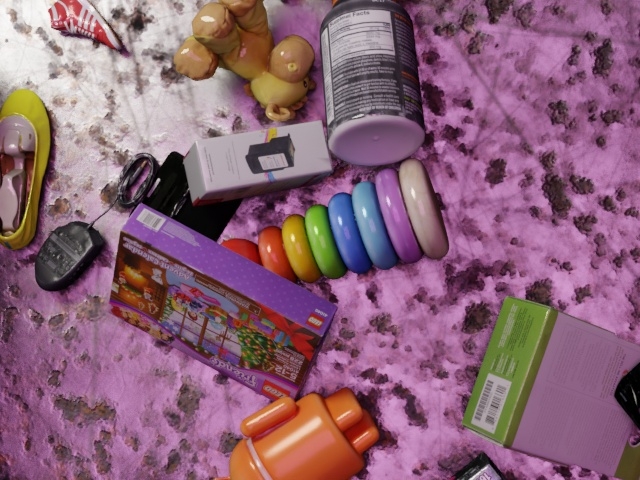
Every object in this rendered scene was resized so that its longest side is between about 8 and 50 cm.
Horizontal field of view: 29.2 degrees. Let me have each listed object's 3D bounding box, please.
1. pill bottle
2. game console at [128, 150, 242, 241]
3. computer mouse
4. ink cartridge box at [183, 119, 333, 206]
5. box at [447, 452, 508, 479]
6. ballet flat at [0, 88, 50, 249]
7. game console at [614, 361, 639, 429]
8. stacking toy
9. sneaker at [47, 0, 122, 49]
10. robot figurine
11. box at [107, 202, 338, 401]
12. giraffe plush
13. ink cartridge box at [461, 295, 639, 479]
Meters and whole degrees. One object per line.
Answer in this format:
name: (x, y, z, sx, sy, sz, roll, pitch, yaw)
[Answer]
pill bottle: (0.066, -0.234, 1.646, 0.130, 0.130, 0.246, -5, 64, 4)
game console: (-0.191, -0.046, 1.735, 0.107, 0.071, 0.122, 32, 89, 35)
computer mouse: (-0.312, -0.024, 1.734, 0.071, 0.041, 0.242, 41, 85, 24)
ink cartridge box: (-0.085, -0.102, 1.651, 0.175, 0.127, 0.072, -11, 85, -15)
box: (0.167, 0.414, 1.608, 0.247, 0.163, 0.142, -40, 83, 1)
ballet flat: (-0.425, -0.102, 1.721, 0.077, 0.077, 0.231, 3, 87, 5)
game console: (0.569, 0.272, 1.625, 0.213, 0.044, 0.361, -38, 88, -16)
stacking toy: (0.000, 0.000, 1.670, 0.330, 0.141, 0.141, -17, 86, 9)
sneaker: (-0.337, -0.299, 1.743, 0.067, 0.042, 0.118, -40, 77, -3)
robot figurine: (-0.028, 0.291, 1.648, 0.219, 0.158, 0.128, -34, 63, 1)
box: (-0.137, 0.092, 1.634, 0.293, 0.201, 0.057, 27, 53, 5)
giraffe plush: (-0.083, -0.244, 1.658, 0.170, 0.210, 0.181, 37, 65, 0)
ink cartridge box: (0.340, 0.205, 1.651, 0.255, 0.097, 0.189, 21, 88, -29)
